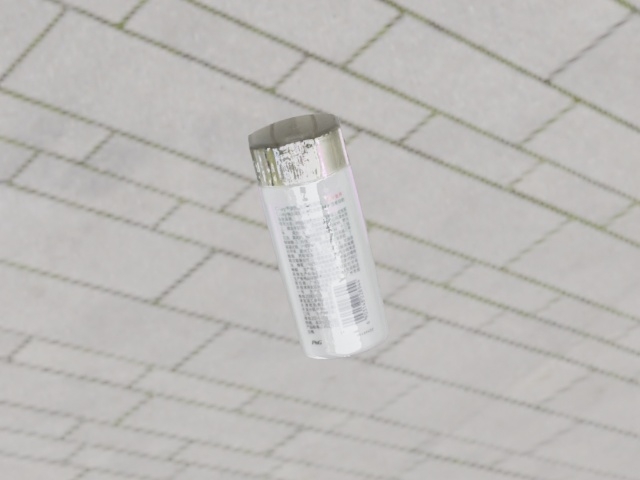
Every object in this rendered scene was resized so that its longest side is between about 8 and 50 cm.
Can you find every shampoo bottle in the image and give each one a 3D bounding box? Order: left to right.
[{"bbox_3d":[0.000,0.000,1.241,0.086,0.056,0.227,-14,120,1],"label":"shampoo bottle"}]
